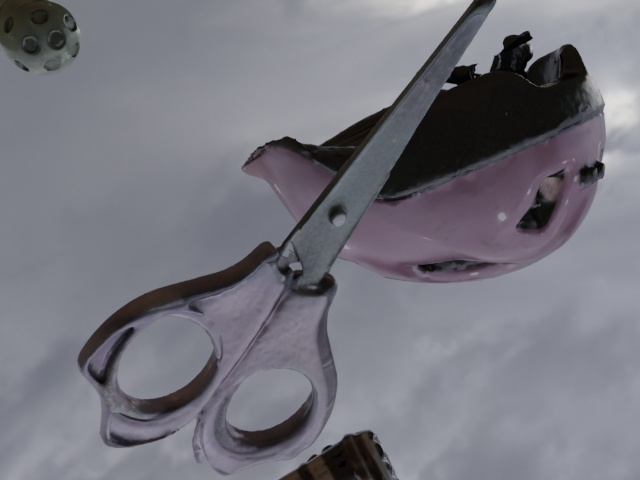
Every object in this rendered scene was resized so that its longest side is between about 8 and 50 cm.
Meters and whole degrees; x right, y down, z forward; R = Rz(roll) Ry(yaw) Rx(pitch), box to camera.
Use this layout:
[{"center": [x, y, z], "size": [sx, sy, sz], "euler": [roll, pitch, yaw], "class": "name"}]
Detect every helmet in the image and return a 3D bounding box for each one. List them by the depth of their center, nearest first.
[{"center": [0.083, -0.041, 0.671], "size": [0.198, 0.154, 0.253], "euler": [-26, 179, -45], "class": "helmet"}]

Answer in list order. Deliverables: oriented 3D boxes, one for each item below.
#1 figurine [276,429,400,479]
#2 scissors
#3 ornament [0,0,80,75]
[{"center": [0.034, 0.380, 0.957], "size": [0.196, 0.323, 0.320], "euler": [-21, 162, -47], "class": "figurine"}, {"center": [0.000, 0.000, 0.315], "size": [0.189, 0.100, 0.015], "euler": [-54, -142, 11], "class": "scissors"}, {"center": [-0.291, -0.209, 0.942], "size": [0.074, 0.081, 0.156], "euler": [0, -165, -38], "class": "ornament"}]
